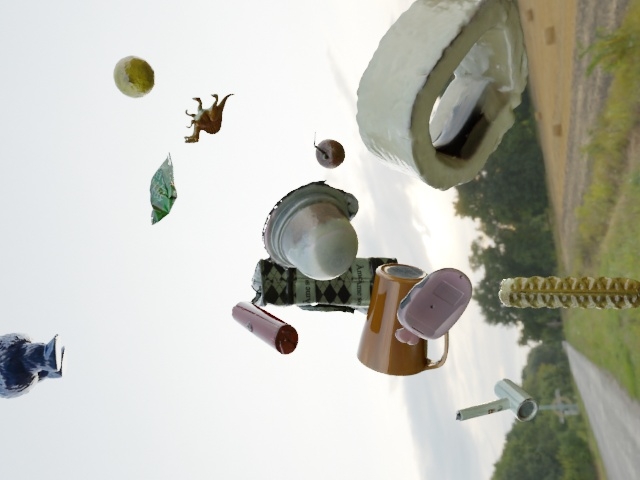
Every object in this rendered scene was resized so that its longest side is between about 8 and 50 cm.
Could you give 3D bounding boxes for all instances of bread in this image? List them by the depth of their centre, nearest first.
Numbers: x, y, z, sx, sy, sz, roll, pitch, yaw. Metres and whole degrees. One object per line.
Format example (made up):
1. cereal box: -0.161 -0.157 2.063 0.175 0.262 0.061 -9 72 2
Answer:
1. bread: 0.675 0.142 1.519 0.077 0.367 0.084 66 -152 -55

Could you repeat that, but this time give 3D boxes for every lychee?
1. lychee: 0.023 -0.295 1.889 0.140 0.101 0.114 -4 -95 -31

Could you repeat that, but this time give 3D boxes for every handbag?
1. handbag: -0.005 0.143 1.692 0.317 0.416 0.180 140 129 -68

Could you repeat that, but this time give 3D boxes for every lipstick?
1. lipstick: -0.138 0.205 1.363 0.073 0.279 0.073 -4 -82 -28

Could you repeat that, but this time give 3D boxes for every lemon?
1. lemon: -0.492 -0.433 1.486 0.133 0.109 0.109 -112 -3 -54

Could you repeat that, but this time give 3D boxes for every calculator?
1. calculator: 0.193 0.118 0.968 0.103 0.166 0.024 31 -163 -14

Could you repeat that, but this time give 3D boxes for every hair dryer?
1. hair dryer: 0.486 0.477 1.614 0.131 0.236 0.073 -137 37 -66

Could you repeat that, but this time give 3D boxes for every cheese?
1. cheese: 0.228 -0.271 1.021 0.292 0.153 0.332 31 -86 -48

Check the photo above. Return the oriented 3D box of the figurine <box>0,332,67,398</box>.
1. figurine: -0.612 0.232 1.047 0.164 0.262 0.121 84 -179 -50

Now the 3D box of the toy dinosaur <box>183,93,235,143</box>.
1. toy dinosaur: -0.352 -0.399 1.816 0.212 0.057 0.142 -18 -76 -27

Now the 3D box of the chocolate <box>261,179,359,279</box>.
1. chocolate: 0.008 0.001 1.113 0.147 0.221 0.221 42 174 39

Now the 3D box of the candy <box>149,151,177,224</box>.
1. candy: -0.502 -0.164 1.811 0.078 0.203 0.141 -2 -134 -39

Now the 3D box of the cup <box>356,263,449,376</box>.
1. cup: 0.211 0.203 1.390 0.182 0.226 0.264 -40 -43 -68
